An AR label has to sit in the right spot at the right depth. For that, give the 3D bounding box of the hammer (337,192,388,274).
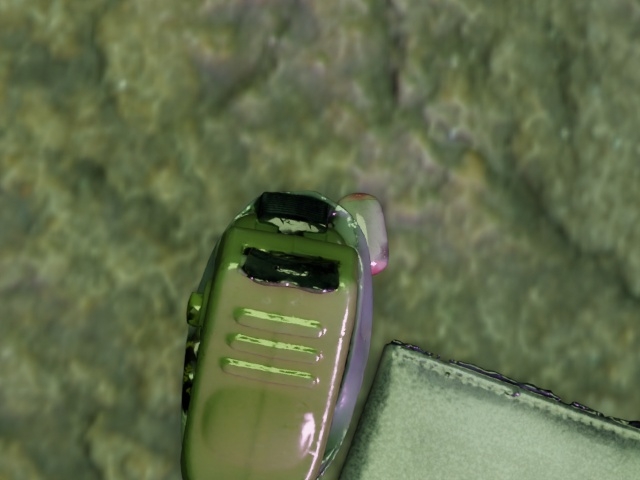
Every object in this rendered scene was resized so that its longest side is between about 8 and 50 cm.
[{"bbox_3d":[0.000,0.000,1.053,0.083,0.031,0.052,-8,81,3],"label":"hammer"}]

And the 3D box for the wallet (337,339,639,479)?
[{"bbox_3d":[0.117,0.173,1.037,0.222,0.036,0.167,19,84,1],"label":"wallet"}]

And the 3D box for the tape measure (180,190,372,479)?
[{"bbox_3d":[-0.025,0.066,0.969,0.106,0.175,0.200,8,118,-1],"label":"tape measure"}]
